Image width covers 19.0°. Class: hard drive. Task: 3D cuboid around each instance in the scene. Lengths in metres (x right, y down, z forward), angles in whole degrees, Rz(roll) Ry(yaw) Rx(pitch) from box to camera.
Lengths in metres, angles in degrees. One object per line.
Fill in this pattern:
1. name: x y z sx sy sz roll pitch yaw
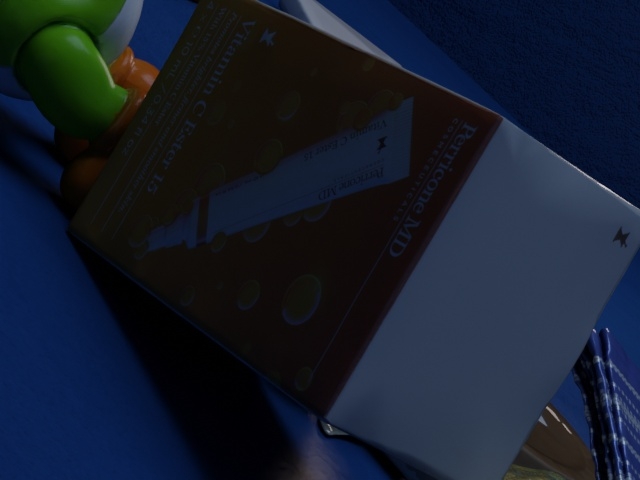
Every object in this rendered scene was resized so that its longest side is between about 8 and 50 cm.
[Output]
1. hard drive: 0.064 -0.229 2.724 0.233 0.047 0.353 35 15 -24

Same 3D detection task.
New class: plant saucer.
1. plant saucer: 0.156 0.153 1.739 0.278 0.041 0.278 39 12 -10

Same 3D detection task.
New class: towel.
1. towel: 0.262 0.249 1.416 0.243 0.040 0.336 47 29 -39

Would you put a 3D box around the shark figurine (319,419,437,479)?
1. shark figurine: 0.115 0.156 1.452 0.278 0.116 0.166 43 14 18

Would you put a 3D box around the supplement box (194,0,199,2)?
1. supplement box: -0.193 -0.414 2.402 0.191 0.129 0.194 46 14 20

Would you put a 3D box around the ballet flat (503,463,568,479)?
1. ballet flat: 0.099 0.216 1.241 0.123 0.123 0.348 42 13 5

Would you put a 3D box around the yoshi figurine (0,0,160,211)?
1. yoshi figurine: -0.274 -0.170 1.394 0.362 0.203 0.203 50 48 -26

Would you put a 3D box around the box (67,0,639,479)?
1. box: 0.015 -0.010 1.294 0.168 0.215 0.345 30 1 -40
